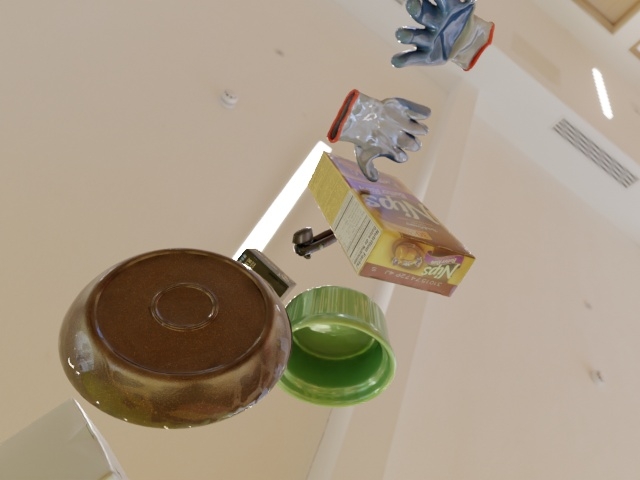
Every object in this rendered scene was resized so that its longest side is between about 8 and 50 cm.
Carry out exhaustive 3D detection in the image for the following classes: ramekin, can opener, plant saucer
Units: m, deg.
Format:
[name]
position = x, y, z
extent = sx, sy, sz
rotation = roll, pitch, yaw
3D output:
[ramekin]
position = 0.029, 0.255, 1.162
extent = 0.303, 0.303, 0.148
rotation = 27, -148, -14
[can opener]
position = 0.000, 0.000, 1.235
extent = 0.059, 0.073, 0.186
rotation = 33, -148, 34
[plant saucer]
position = -0.187, 0.104, 0.651
extent = 0.310, 0.050, 0.311
rotation = 10, -143, -7

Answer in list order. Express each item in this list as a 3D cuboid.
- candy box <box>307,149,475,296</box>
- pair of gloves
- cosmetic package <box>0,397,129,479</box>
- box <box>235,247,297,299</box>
[candy box]
position = 0.064, -0.024, 0.495
extent = 0.109, 0.053, 0.187
rotation = 15, -153, -26
[pair of gloves]
position = 0.085, -0.136, 0.420
extent = 0.023, 0.198, 0.159
rotation = 43, -154, 26
[cosmetic package]
position = -0.467, 0.433, 0.661
extent = 0.385, 0.156, 0.217
rotation = -31, -146, -28
[box]
position = -0.176, 0.131, 1.192
extent = 0.147, 0.180, 0.077
rotation = 42, -172, 9
